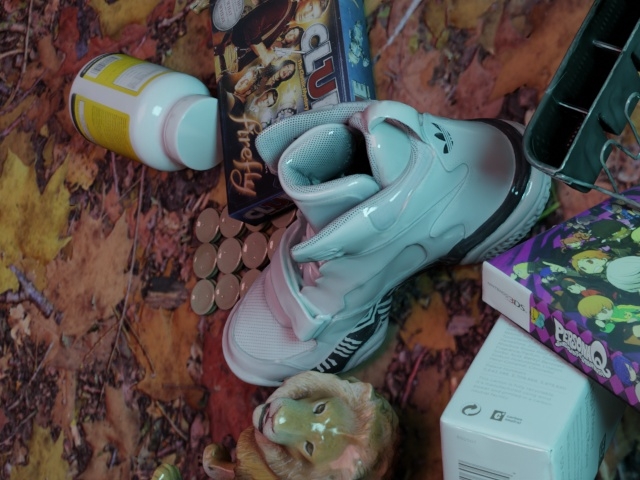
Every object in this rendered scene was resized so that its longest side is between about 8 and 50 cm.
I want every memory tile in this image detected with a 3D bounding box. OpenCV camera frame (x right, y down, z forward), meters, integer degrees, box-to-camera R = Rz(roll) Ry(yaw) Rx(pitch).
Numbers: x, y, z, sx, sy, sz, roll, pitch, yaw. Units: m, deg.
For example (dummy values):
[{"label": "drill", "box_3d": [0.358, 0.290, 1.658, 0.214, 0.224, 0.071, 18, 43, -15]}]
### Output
[{"label": "memory tile", "box_3d": [-0.074, 0.013, 1.484, 0.148, 0.012, 0.113, -11, 72, 43]}]

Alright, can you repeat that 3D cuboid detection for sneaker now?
[{"label": "sneaker", "box_3d": [0.000, 0.000, 1.268, 0.366, 0.210, 0.137, -37, 56, 31]}]

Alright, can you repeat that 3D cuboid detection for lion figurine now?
[{"label": "lion figurine", "box_3d": [-0.036, 0.303, 1.308, 0.240, 0.142, 0.392, 3, 96, 37]}]

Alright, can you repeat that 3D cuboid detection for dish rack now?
[{"label": "dish rack", "box_3d": [0.295, -0.089, 0.992, 0.271, 0.074, 0.208, 25, 84, 35]}]

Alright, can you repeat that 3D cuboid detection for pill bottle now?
[{"label": "pill bottle", "box_3d": [-0.172, -0.129, 1.553, 0.184, 0.103, 0.103, 23, 96, 45]}]

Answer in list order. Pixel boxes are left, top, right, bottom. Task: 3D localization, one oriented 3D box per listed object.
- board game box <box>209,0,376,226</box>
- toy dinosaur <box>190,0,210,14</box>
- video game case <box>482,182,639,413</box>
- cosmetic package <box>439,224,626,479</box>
[{"label": "board game box", "box_3d": [-0.027, -0.155, 1.448, 0.165, 0.042, 0.243, -23, 62, 34]}, {"label": "toy dinosaur", "box_3d": [-0.107, -0.332, 1.592, 0.092, 0.053, 0.183, 28, 108, 29]}, {"label": "video game case", "box_3d": [0.263, 0.030, 1.009, 0.210, 0.232, 0.042, 37, 143, 44]}, {"label": "cosmetic package", "box_3d": [0.164, 0.103, 1.055, 0.085, 0.231, 0.117, 13, 131, 24]}]
